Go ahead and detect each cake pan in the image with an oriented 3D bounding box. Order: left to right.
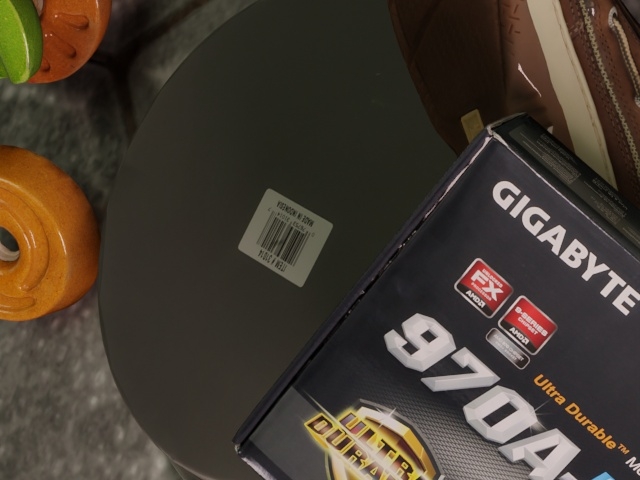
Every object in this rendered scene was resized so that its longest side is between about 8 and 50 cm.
[{"bbox_3d":[0.000,0.000,0.913,0.293,0.054,0.293,-14,67,36],"label":"cake pan"}]

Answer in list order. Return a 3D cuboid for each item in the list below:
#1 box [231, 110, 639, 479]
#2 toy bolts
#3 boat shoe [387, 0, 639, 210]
[{"bbox_3d":[0.100,0.087,0.722,0.220,0.051,0.175,42,114,8],"label":"box"},{"bbox_3d":[-0.205,-0.074,1.088,0.229,0.158,0.218,-8,110,27],"label":"toy bolts"},{"bbox_3d":[0.098,-0.072,0.793,0.095,0.095,0.257,-11,94,59],"label":"boat shoe"}]
